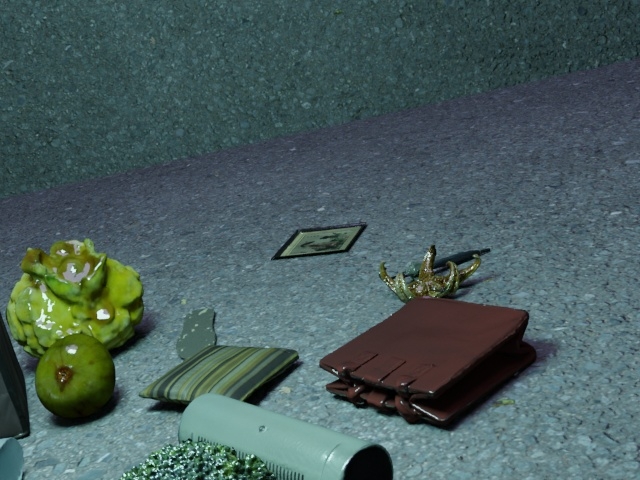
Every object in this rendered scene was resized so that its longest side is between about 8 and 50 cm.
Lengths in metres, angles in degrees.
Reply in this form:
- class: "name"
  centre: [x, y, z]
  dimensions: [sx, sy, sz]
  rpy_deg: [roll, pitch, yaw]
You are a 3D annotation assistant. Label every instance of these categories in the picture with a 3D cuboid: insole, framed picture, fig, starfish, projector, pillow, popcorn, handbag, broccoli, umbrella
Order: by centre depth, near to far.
- class: "broccoli"
  centre: [-0.166, 0.337, 1.110]
  dimensions: [0.226, 0.176, 0.198]
  rpy_deg: [-9, 34, -20]
- class: "projector"
  centre: [-0.057, 0.292, 1.275]
  dimensions: [0.337, 0.108, 0.108]
  rpy_deg: [6, 26, 45]
- class: "handbag"
  centre: [0.173, 0.183, 1.487]
  dimensions: [0.260, 0.084, 0.275]
  rpy_deg: [7, 27, 45]
- class: "pillow"
  centre: [-0.174, 0.234, 1.615]
  dimensions: [0.212, 0.052, 0.208]
  rpy_deg: [1, 20, 31]
- class: "fig"
  centre: [-0.423, 0.252, 1.655]
  dimensions: [0.148, 0.186, 0.142]
  rpy_deg: [-30, 61, 7]
- class: "starfish"
  centre: [0.218, 0.065, 1.819]
  dimensions: [0.190, 0.074, 0.146]
  rpy_deg: [-14, 19, -4]
- class: "insole"
  centre: [-0.247, 0.188, 1.867]
  dimensions: [0.081, 0.011, 0.248]
  rpy_deg: [-12, 19, 0]
- class: "popcorn"
  centre: [-0.493, 0.128, 1.874]
  dimensions: [0.258, 0.270, 0.224]
  rpy_deg: [-63, 27, -5]
- class: "umbrella"
  centre: [0.239, 0.056, 1.919]
  dimensions: [0.269, 0.044, 0.044]
  rpy_deg: [-10, -10, -22]
- class: "framed picture"
  centre: [0.000, 0.000, 2.266]
  dimensions: [0.195, 0.010, 0.199]
  rpy_deg: [-6, 19, 20]

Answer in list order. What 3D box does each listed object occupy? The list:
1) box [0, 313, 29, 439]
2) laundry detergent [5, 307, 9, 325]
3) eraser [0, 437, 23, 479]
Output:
- class: "box"
  centre: [-0.626, 0.246, 1.674]
  dimensions: [0.153, 0.188, 0.252]
  rpy_deg: [-17, 21, -14]
- class: "laundry detergent"
  centre: [-0.585, 0.156, 2.089]
  dimensions: [0.222, 0.078, 0.144]
  rpy_deg: [-5, 16, 25]
- class: "eraser"
  centre: [-0.589, 0.379, 1.417]
  dimensions: [0.227, 0.081, 0.174]
  rpy_deg: [-9, 19, 9]
